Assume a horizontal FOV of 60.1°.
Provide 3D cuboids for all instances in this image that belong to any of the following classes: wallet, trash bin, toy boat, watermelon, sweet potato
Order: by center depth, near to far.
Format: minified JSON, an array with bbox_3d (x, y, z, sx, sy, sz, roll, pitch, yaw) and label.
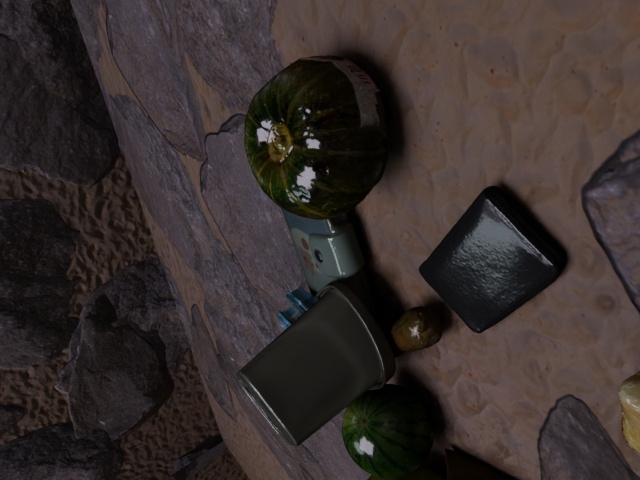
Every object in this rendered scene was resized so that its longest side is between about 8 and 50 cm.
[{"bbox_3d":[0.234,0.040,0.794,0.149,0.044,0.250,50,151,17],"label":"wallet"},{"bbox_3d":[0.157,0.178,1.032,0.075,0.075,0.273,57,160,11],"label":"sweet potato"},{"bbox_3d":[-0.013,0.244,1.072,0.219,0.250,0.220,51,159,7],"label":"trash bin"},{"bbox_3d":[0.144,0.392,1.142,0.188,0.188,0.215,36,-177,43],"label":"watermelon"},{"bbox_3d":[0.000,0.000,1.146,0.252,0.083,0.360,24,137,59],"label":"wallet"},{"bbox_3d":[-0.009,0.218,1.279,0.237,0.098,0.109,53,167,-29],"label":"toy boat"}]

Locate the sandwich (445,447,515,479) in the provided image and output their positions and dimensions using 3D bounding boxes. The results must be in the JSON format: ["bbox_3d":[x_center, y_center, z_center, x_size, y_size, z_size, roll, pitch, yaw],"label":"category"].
[{"bbox_3d":[0.309,0.477,1.020,0.258,0.096,0.094,7,115,57],"label":"sandwich"}]

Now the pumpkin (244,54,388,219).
[{"bbox_3d":[0.002,-0.159,0.889,0.260,0.189,0.260,7,99,50],"label":"pumpkin"}]

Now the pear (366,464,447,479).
[{"bbox_3d":[0.195,0.597,1.159,0.307,0.253,0.252,-106,-5,-77],"label":"pear"}]

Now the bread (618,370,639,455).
[{"bbox_3d":[0.395,0.200,0.611,0.106,0.082,0.125,40,158,58],"label":"bread"}]
